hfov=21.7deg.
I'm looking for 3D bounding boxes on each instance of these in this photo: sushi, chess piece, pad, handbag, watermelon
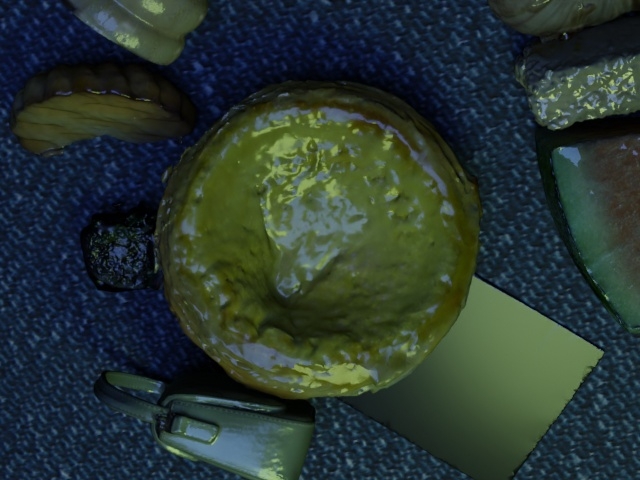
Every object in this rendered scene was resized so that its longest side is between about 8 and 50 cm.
[{"bbox_3d":[-0.194,0.005,1.677,0.083,0.056,0.084,-7,112,18],"label":"sushi"},{"bbox_3d":[-0.117,-0.297,1.507,0.143,0.142,0.261,38,108,-8],"label":"chess piece"},{"bbox_3d":[0.111,0.113,1.705,0.300,0.005,0.202,30,112,-5],"label":"pad"},{"bbox_3d":[-0.115,0.165,1.631,0.219,0.256,0.079,17,90,-2],"label":"handbag"},{"bbox_3d":[0.346,-0.041,1.559,0.257,0.140,0.192,-18,104,4],"label":"watermelon"}]

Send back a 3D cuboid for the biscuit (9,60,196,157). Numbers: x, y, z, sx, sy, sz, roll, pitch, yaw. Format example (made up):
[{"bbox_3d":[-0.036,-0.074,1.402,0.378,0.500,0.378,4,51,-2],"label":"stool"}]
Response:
[{"bbox_3d":[-0.215,-0.136,1.613,0.183,0.061,0.118,-2,153,8],"label":"biscuit"}]

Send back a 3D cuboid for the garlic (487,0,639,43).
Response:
[{"bbox_3d":[0.215,-0.298,1.449,0.245,0.160,0.245,-11,135,-11],"label":"garlic"}]

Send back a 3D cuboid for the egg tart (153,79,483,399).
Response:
[{"bbox_3d":[0.000,0.000,1.584,0.315,0.120,0.314,0,88,-1],"label":"egg tart"}]

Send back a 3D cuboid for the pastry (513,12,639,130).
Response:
[{"bbox_3d":[0.303,-0.158,1.506,0.259,0.121,0.089,-9,129,11],"label":"pastry"}]

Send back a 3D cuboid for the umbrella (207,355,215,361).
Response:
[{"bbox_3d":[-0.116,0.057,1.695,0.040,0.037,0.144,-13,111,11],"label":"umbrella"}]
